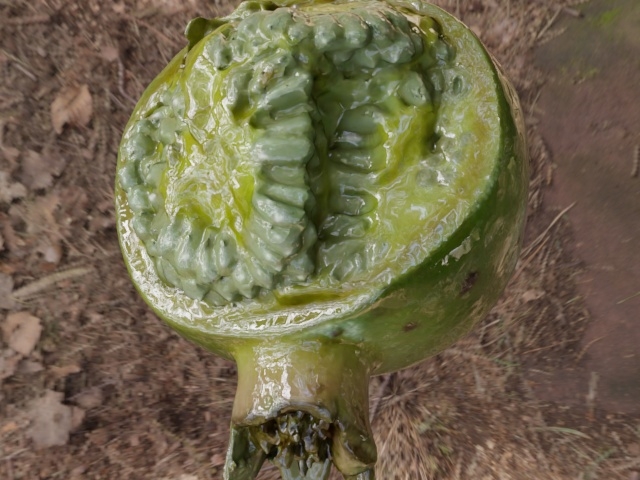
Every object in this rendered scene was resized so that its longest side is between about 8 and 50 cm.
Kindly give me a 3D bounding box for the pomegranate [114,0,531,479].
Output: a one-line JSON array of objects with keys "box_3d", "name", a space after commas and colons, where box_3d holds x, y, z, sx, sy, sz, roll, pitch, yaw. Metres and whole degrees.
[{"box_3d": [0.000, 0.000, 0.651, 0.260, 0.260, 0.341, 5, 75, 5], "name": "pomegranate"}]
